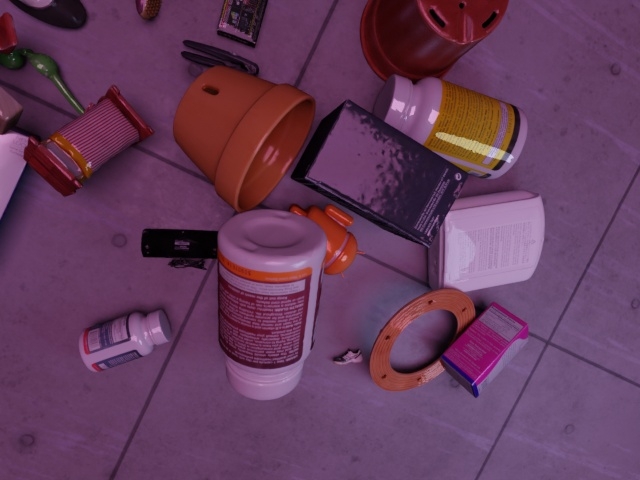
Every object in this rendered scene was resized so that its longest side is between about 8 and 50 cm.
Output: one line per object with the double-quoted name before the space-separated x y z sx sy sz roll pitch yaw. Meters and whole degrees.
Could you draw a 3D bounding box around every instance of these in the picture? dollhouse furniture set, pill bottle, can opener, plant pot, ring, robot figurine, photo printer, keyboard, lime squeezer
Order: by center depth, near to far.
"dollhouse furniture set" -0.548 -0.286 0.795 0.374 0.152 0.201 51 57 -26
"plant pot" -0.172 -0.234 0.895 0.203 0.291 0.291 35 91 5
"lime squeezer" -0.645 -0.366 0.899 0.310 0.059 0.110 19 125 -14
"plant pot" 0.254 -0.505 0.920 0.272 0.265 0.273 -1 98 -10
"pill bottle" -0.116 0.149 0.923 0.224 0.224 0.392 2 119 -10
"can opener" -0.231 -0.418 0.955 0.186 0.073 0.059 24 100 -3
"pill bottle" -0.457 0.232 0.981 0.180 0.108 0.108 -18 101 -7
"pill bottle" 0.303 -0.279 1.001 0.333 0.188 0.188 14 95 -12
"keyboard" -0.340 0.024 1.018 0.192 0.038 0.100 2 74 -9
"robot figurine" -0.001 0.001 1.020 0.219 0.128 0.158 36 58 -12
"photo printer" 0.442 0.000 1.092 0.307 0.107 0.256 -10 112 -8
"ring" 0.270 0.266 1.100 0.336 0.032 0.337 -13 123 -20

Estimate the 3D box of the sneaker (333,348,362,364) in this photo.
"sneaker" 0.073 0.318 1.130 0.083 0.032 0.037 -5 85 -14

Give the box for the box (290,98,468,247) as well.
"box" 0.111 -0.147 0.930 0.294 0.296 0.183 27 93 -13

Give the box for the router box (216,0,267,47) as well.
"router box" -0.180 -0.525 0.956 0.092 0.038 0.123 16 95 -12

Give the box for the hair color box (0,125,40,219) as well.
"hair color box" -0.755 -0.104 0.855 0.185 0.110 0.339 25 92 -33

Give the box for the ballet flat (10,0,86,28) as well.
"ballet flat" -0.633 -0.542 0.844 0.280 0.096 0.095 30 92 -13

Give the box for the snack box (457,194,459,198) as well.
"snack box" 0.338 -0.120 1.114 0.064 0.022 0.178 20 95 -14

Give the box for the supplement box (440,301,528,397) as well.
"supplement box" 0.446 0.293 1.116 0.220 0.114 0.111 -41 137 -9

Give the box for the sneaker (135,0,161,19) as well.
"sneaker" -0.397 -0.581 0.901 0.083 0.069 0.186 7 91 -2
